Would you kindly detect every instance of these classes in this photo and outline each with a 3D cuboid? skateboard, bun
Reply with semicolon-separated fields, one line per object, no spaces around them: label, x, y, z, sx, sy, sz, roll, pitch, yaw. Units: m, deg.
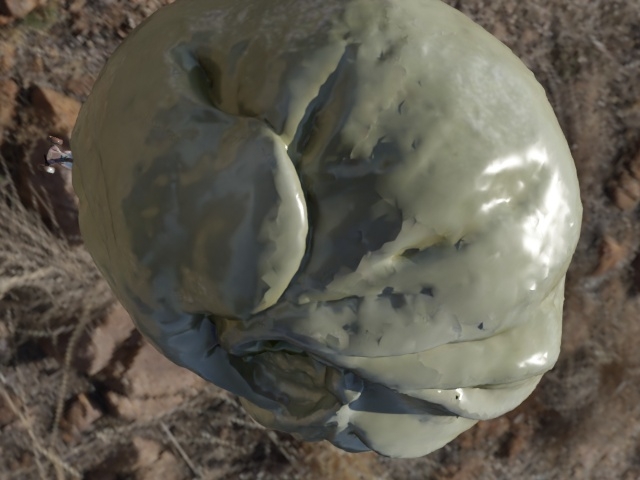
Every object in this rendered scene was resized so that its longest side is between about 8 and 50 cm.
skateboard;-0.169;-0.055;0.864;0.064;0.083;0.032;15;91;-54
bun;0.000;0.000;0.526;0.160;0.259;0.259;-67;159;-48
